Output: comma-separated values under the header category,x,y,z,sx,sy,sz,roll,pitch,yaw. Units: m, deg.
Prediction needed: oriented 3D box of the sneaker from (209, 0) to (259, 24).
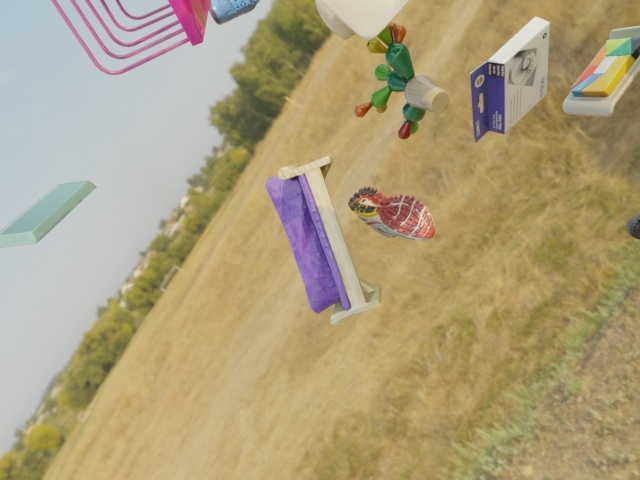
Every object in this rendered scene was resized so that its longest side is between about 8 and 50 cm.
category,x,y,z,sx,sy,sz,roll,pitch,yaw
sneaker,-0.195,-0.555,1.577,0.082,0.069,0.209,-14,21,22

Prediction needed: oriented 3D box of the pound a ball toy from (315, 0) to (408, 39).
category,x,y,z,sx,sy,sz,roll,pitch,yaw
pound a ball toy,0.088,-0.404,0.883,0.319,0.135,0.208,-45,18,23

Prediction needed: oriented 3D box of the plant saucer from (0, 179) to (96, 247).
category,x,y,z,sx,sy,sz,roll,pitch,yaw
plant saucer,-0.385,-0.042,0.957,0.067,0.018,0.192,-7,27,11

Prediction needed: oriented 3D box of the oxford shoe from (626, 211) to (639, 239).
category,x,y,z,sx,sy,sz,roll,pitch,yaw
oxford shoe,0.804,-0.062,1.626,0.227,0.083,0.096,-21,23,-22

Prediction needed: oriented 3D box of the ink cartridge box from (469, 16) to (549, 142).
category,x,y,z,sx,sy,sz,roll,pitch,yaw
ink cartridge box,0.435,-0.354,1.549,0.224,0.045,0.223,-42,-35,-15

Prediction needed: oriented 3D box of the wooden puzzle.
category,x,y,z,sx,sy,sz,roll,pitch,yaw
wooden puzzle,0.706,-0.418,1.663,0.239,0.044,0.221,-59,15,6

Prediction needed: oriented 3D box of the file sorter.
category,x,y,z,sx,sy,sz,roll,pitch,yaw
file sorter,-0.312,-0.434,1.130,0.182,0.202,0.291,-21,35,9

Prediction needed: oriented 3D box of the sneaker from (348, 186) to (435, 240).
category,x,y,z,sx,sy,sz,roll,pitch,yaw
sneaker,0.163,-0.049,1.464,0.088,0.093,0.225,-50,42,-11

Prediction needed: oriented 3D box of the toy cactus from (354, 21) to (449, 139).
category,x,y,z,sx,sy,sz,roll,pitch,yaw
toy cactus,0.124,-0.241,1.048,0.112,0.219,0.180,-25,37,-16

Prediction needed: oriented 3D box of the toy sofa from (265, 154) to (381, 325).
category,x,y,z,sx,sy,sz,roll,pitch,yaw
toy sofa,0.000,0.000,1.519,0.177,0.363,0.150,-18,7,7
